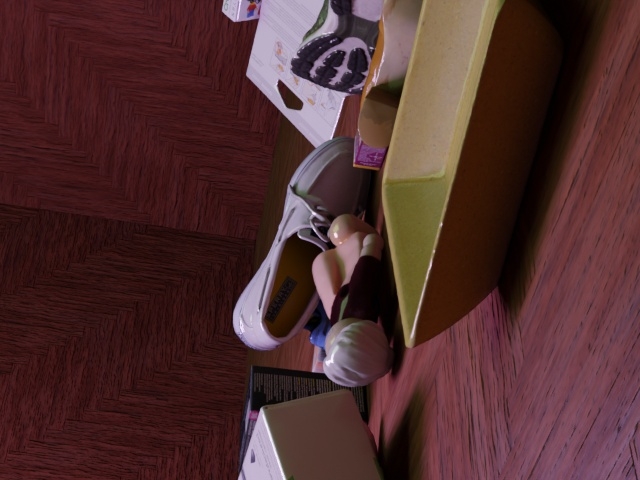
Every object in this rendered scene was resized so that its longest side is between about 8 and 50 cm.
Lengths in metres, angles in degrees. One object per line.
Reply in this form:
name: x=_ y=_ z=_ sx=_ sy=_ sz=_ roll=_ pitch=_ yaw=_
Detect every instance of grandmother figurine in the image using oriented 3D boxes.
grandmother figurine: x=0.041 y=0.095 z=1.679 sx=0.342 sy=0.104 sz=0.207 roll=-91 pitch=2 yaw=-69

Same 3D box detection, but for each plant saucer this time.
plant saucer: x=0.137 y=-0.116 z=1.166 sx=0.332 sy=0.081 sz=0.332 roll=-95 pitch=15 yaw=-61

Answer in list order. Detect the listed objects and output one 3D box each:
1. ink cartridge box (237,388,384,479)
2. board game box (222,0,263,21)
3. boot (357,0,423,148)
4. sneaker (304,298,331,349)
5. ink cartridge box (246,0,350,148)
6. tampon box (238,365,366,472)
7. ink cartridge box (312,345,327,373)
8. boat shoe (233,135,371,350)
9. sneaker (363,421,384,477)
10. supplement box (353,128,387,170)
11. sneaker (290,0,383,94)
ink cartridge box: x=-0.010 y=0.330 z=1.475 sx=0.273 sy=0.115 sz=0.198 roll=108 pitch=147 yaw=-53
board game box: x=-0.029 y=-0.512 z=2.294 sx=0.053 sy=0.305 sz=0.193 roll=43 pitch=135 yaw=36
boot: x=0.122 y=-0.245 z=1.422 sx=0.211 sy=0.104 sz=0.295 roll=-57 pitch=-7 yaw=-70
sneaker: x=0.013 y=0.105 z=1.971 sx=0.209 sy=0.082 sz=0.069 roll=-92 pitch=10 yaw=-64
ink cartridge box: x=-0.012 y=-0.331 z=2.183 sx=0.296 sy=0.066 sz=0.261 roll=48 pitch=137 yaw=39
tampon box: x=-0.026 y=0.257 z=1.754 sx=0.101 sy=0.161 sz=0.120 roll=-92 pitch=11 yaw=-57
ink cartridge box: x=0.004 y=0.172 z=2.132 sx=0.179 sy=0.045 sz=0.145 roll=116 pitch=162 yaw=-62
boat shoe: x=-0.008 y=-0.003 z=1.905 sx=0.367 sy=0.136 sz=0.156 roll=-60 pitch=17 yaw=-16
sneaker: x=0.052 y=0.269 z=1.549 sx=0.070 sy=0.051 sz=0.134 roll=105 pitch=166 yaw=-53
supplement box: x=0.078 y=-0.152 z=1.895 sx=0.083 sy=0.043 sz=0.055 roll=107 pitch=169 yaw=-59
sneaker: x=0.071 y=-0.364 z=1.906 sx=0.410 sy=0.158 sz=0.182 roll=126 pitch=162 yaw=-62
